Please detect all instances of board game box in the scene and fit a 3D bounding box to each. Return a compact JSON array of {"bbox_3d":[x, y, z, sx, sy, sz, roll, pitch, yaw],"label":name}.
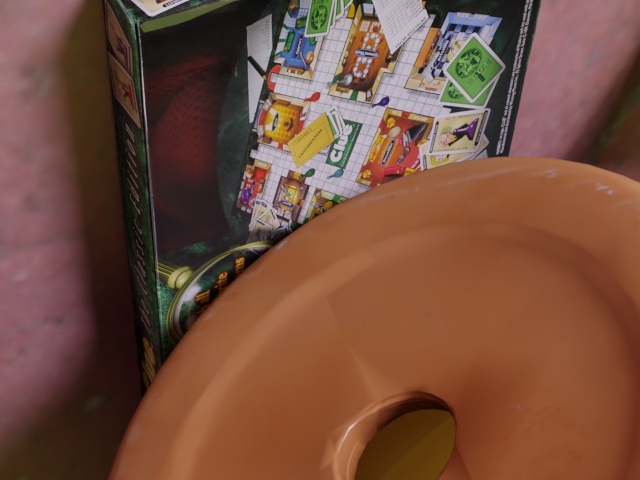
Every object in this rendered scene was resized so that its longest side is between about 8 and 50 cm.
[{"bbox_3d":[0.000,0.000,0.485,0.136,0.030,0.259,-21,144,-21],"label":"board game box"}]

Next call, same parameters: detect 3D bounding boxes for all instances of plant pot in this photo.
[{"bbox_3d":[0.070,0.111,0.433,0.291,0.291,0.203,-36,129,4],"label":"plant pot"}]
